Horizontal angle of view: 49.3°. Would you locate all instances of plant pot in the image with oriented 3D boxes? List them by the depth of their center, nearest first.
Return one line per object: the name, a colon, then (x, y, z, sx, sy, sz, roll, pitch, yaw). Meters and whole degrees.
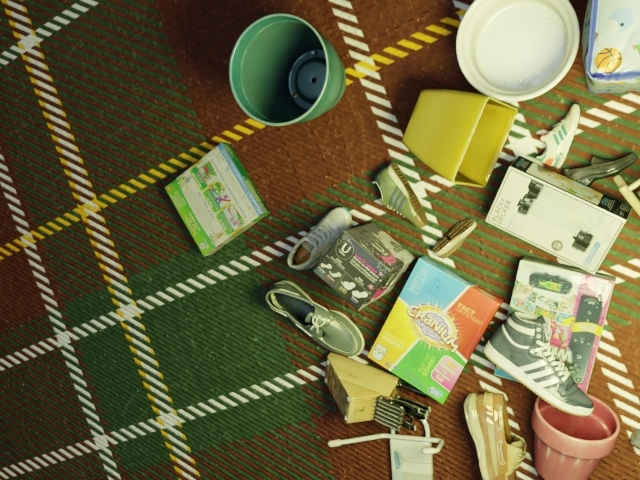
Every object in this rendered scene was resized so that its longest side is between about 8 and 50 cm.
plant pot: (0.604, 0.492, 1.698, 0.201, 0.201, 0.180, 16, 118, 20)
plant pot: (0.331, -0.269, 1.721, 0.187, 0.212, 0.212, 30, 107, 30)
plant pot: (-0.061, -0.432, 1.828, 0.272, 0.255, 0.271, 3, 97, 21)

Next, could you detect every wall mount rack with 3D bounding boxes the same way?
wall mount rack: (0.189, 0.646, 1.909, 0.304, 0.130, 0.350, -2, 94, 23)

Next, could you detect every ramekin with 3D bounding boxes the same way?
ramekin: (0.476, -0.468, 1.667, 0.277, 0.135, 0.277, 3, 97, 23)

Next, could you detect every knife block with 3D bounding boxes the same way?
knife block: (0.163, 0.412, 1.920, 0.275, 0.242, 0.088, -126, 37, -55)

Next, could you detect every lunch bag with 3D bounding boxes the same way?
lunch bag: (0.671, -0.518, 1.480, 0.239, 0.328, 0.385, 6, 99, 19)

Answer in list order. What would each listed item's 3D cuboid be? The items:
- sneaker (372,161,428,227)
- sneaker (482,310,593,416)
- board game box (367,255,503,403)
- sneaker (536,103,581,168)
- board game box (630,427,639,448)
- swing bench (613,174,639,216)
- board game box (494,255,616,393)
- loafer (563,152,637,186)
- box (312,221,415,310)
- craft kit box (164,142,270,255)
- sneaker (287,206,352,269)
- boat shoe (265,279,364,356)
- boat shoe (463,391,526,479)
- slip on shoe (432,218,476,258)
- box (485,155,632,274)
sneaker: (0.207, -0.106, 1.861, 0.086, 0.064, 0.192, -32, 83, 30)
sneaker: (0.539, 0.280, 1.639, 0.282, 0.099, 0.153, 34, 109, 19)
board game box: (0.301, 0.235, 1.854, 0.242, 0.064, 0.316, 30, 106, 17)
sneaker: (0.576, -0.258, 1.690, 0.075, 0.057, 0.161, 19, 106, 14)
board game box: (0.855, 0.482, 1.654, 0.194, 0.060, 0.194, -29, 84, 24)
swing bench: (0.832, -0.100, 1.525, 0.253, 0.165, 0.254, -38, 90, 23)
board game box: (0.577, 0.212, 1.721, 0.224, 0.097, 0.303, 14, 102, 21)
loafer: (0.664, -0.174, 1.663, 0.170, 0.062, 0.061, -24, 82, 22)
box: (0.122, 0.061, 1.809, 0.163, 0.247, 0.142, 41, 110, 13)
craft kit box: (-0.310, -0.121, 2.075, 0.247, 0.061, 0.250, -33, 83, 20)
sneaker: (0.000, 0.000, 1.938, 0.087, 0.092, 0.228, 46, 109, 14)
boat shoe: (-0.023, 0.229, 1.968, 0.319, 0.099, 0.116, 36, 107, 15)
boat shoe: (0.468, 0.545, 1.791, 0.116, 0.123, 0.324, -18, 90, 21)
slip on shoe: (0.356, -0.002, 1.820, 0.135, 0.051, 0.041, -43, 119, 13)
box: (0.565, -0.062, 1.673, 0.290, 0.087, 0.169, 30, 127, 17)
